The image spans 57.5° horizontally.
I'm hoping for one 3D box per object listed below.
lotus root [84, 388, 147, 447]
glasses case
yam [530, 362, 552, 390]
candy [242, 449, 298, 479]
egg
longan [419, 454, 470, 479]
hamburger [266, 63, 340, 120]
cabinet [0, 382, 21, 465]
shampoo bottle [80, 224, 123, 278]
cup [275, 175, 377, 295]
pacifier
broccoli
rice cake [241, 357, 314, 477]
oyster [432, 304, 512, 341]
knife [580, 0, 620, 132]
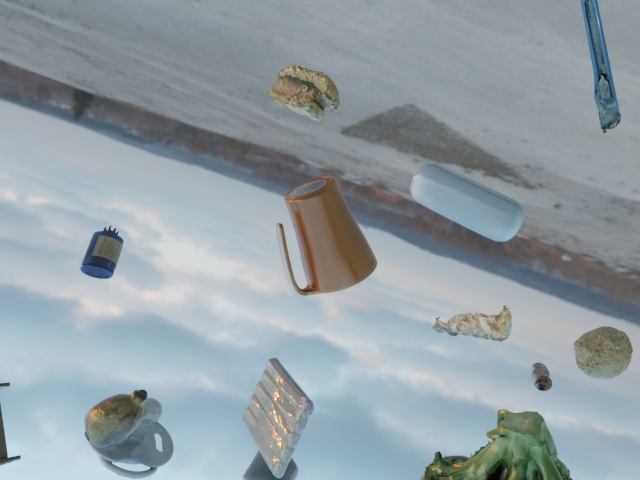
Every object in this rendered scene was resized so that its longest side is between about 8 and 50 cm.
[{"bbox_3d":[-0.563,0.488,1.613,0.138,0.214,0.138,42,-164,-15],"label":"lotus root"},{"bbox_3d":[0.224,-0.060,0.899,0.178,0.067,0.045,28,-159,9],"label":"glasses case"},{"bbox_3d":[0.537,0.331,1.419,0.045,0.045,0.327,48,-171,18],"label":"yam"},{"bbox_3d":[-0.129,0.624,1.558,0.138,0.071,0.174,49,-155,-4],"label":"candy"},{"bbox_3d":[0.624,0.247,1.291,0.140,0.118,0.116,-30,-139,-34],"label":"egg"},{"bbox_3d":[0.359,0.689,1.576,0.196,0.220,0.196,1,-173,0],"label":"longan"},{"bbox_3d":[-0.033,-0.416,1.664,0.131,0.124,0.262,28,-175,-39],"label":"hamburger"},{"bbox_3d":[-0.782,0.411,1.226,0.148,0.175,0.215,-22,165,17],"label":"cabinet"},{"bbox_3d":[-0.597,0.029,1.610,0.087,0.050,0.183,15,-145,-16],"label":"shampoo bottle"},{"bbox_3d":[0.000,0.000,1.387,0.226,0.264,0.182,-31,-158,-23],"label":"cup"},{"bbox_3d":[-0.560,0.582,1.783,0.287,0.226,0.238,22,-163,-29],"label":"pacifier"},{"bbox_3d":[0.348,0.455,1.075,0.307,0.275,0.308,-4,-167,1],"label":"broccoli"},{"bbox_3d":[-0.095,0.381,1.282,0.037,0.189,0.198,24,-179,-35],"label":"rice cake"},{"bbox_3d":[0.280,0.167,1.104,0.106,0.061,0.200,-3,167,-2],"label":"oyster"},{"bbox_3d":[0.565,-0.361,1.185,0.026,0.297,0.044,-30,-162,-30],"label":"knife"}]
